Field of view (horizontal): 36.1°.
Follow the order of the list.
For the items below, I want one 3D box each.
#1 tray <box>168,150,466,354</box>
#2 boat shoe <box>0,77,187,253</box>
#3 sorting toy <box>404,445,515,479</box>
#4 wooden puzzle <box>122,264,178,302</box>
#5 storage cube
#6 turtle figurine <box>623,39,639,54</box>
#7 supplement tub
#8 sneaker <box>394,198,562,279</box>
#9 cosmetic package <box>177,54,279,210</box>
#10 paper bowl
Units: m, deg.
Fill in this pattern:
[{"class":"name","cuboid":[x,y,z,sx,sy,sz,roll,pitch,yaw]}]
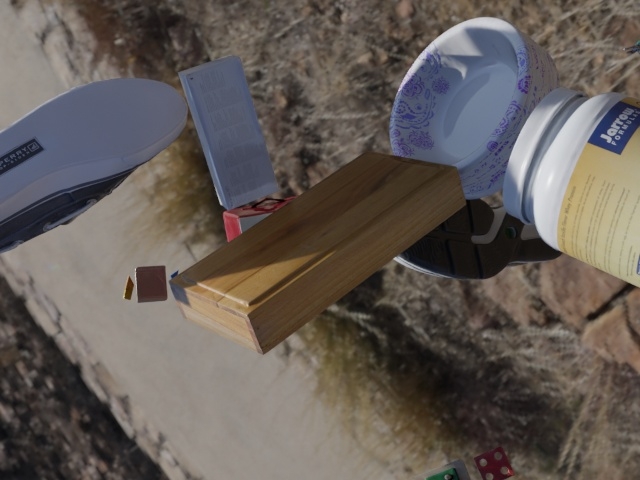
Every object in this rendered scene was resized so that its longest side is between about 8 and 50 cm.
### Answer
[{"class":"tray","cuboid":[0.000,0.000,1.444,0.202,0.411,0.076,17,133,49]},{"class":"boat shoe","cuboid":[-0.270,-0.064,1.002,0.108,0.301,0.102,47,155,22]},{"class":"sorting toy","cuboid":[0.176,0.400,1.430,0.046,0.274,0.132,41,-152,-68]},{"class":"wooden puzzle","cuboid":[-0.343,0.087,1.978,0.014,0.116,0.079,-1,85,55]},{"class":"storage cube","cuboid":[-0.072,0.022,1.912,0.193,0.183,0.215,-166,64,-76]},{"class":"turtle figurine","cuboid":[0.484,-0.295,1.273,0.118,0.234,0.175,28,142,2]},{"class":"supplement tub","cuboid":[0.425,-0.061,1.293,0.316,0.228,0.228,27,135,29]},{"class":"sneaker","cuboid":[0.231,0.015,1.843,0.257,0.447,0.169,-21,74,49]},{"class":"cosmetic package","cuboid":[-0.153,-0.180,1.641,0.060,0.098,0.239,32,141,63]},{"class":"paper bowl","cuboid":[0.260,-0.203,1.585,0.148,0.284,0.284,26,162,-36]}]
